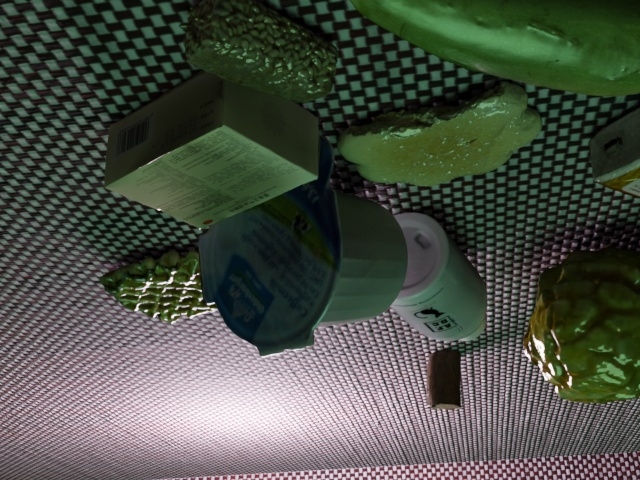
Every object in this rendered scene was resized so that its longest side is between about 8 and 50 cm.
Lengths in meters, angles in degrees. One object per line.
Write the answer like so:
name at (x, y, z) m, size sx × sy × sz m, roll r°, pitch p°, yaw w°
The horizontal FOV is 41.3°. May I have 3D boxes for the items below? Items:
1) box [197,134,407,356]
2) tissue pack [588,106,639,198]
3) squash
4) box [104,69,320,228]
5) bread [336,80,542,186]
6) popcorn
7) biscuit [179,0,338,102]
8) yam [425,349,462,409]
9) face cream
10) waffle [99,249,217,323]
box at (0.000, 0.000, 1.168) m, size 0.206 × 0.262 × 0.291 m, roll 6°, pitch 114°, yaw -49°
tissue pack at (0.481, -0.109, 1.071) m, size 0.226 × 0.092 × 0.183 m, roll 14°, pitch 150°, yaw -27°
squash at (0.181, -0.211, 0.814) m, size 0.370 × 0.118 × 0.118 m, roll 6°, pitch 153°, yaw -12°
box at (-0.131, -0.108, 1.036) m, size 0.212 × 0.095 × 0.168 m, roll -20°, pitch 147°, yaw 35°
bread at (0.158, -0.121, 1.089) m, size 0.251 × 0.039 × 0.182 m, roll -13°, pitch 152°, yaw 21°
popcorn at (0.463, 0.135, 1.387) m, size 0.247 × 0.282 × 0.282 m, roll -1°, pitch 157°, yaw 28°
biscuit at (-0.060, -0.197, 0.887) m, size 0.168 × 0.070 × 0.082 m, roll 18°, pitch 157°, yaw -38°
yam at (0.276, 0.316, 1.907) m, size 0.084 × 0.127 × 0.084 m, roll 2°, pitch 157°, yaw 1°
face cream at (0.203, 0.091, 1.409) m, size 0.145 × 0.145 × 0.369 m, roll -13°, pitch 151°, yaw 23°
waffle at (-0.256, 0.077, 1.460) m, size 0.223 × 0.054 × 0.204 m, roll -16°, pitch 151°, yaw 24°
